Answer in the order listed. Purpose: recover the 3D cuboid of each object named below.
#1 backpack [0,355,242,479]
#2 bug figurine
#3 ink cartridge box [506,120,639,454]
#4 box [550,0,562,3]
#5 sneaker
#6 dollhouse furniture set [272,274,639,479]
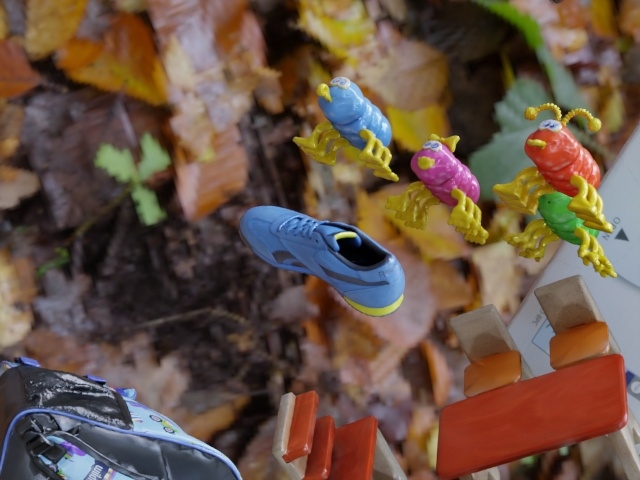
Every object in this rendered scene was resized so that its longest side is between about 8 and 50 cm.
[{"bbox_3d":[-0.145,0.169,1.053,0.173,0.117,0.158,15,105,-25],"label":"backpack"},{"bbox_3d":[0.127,-0.057,1.291,0.216,0.279,0.072,44,67,-54],"label":"bug figurine"},{"bbox_3d":[0.382,0.078,1.346,0.385,0.308,0.091,38,20,20],"label":"ink cartridge box"},{"bbox_3d":[0.156,-0.423,1.458,0.191,0.143,0.381,23,43,-51],"label":"box"},{"bbox_3d":[0.000,0.000,1.652,0.069,0.209,0.082,-43,145,-29],"label":"sneaker"},{"bbox_3d":[0.110,0.150,1.220,0.135,0.259,0.262,59,22,-28],"label":"dollhouse furniture set"}]
